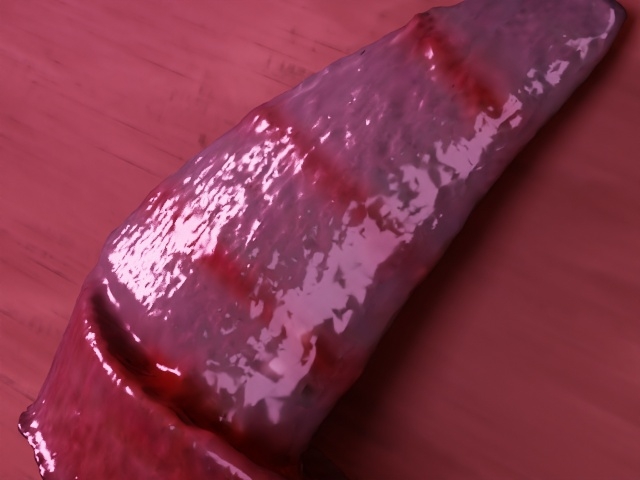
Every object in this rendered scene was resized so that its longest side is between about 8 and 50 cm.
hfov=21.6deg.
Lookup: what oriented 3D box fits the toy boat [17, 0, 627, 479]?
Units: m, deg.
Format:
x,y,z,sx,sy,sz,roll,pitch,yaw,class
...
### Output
x,y,z,sx,sy,sz,roll,pitch,yaw,class
0.000,0.000,0.656,0.282,0.096,0.206,-54,44,13,toy boat
